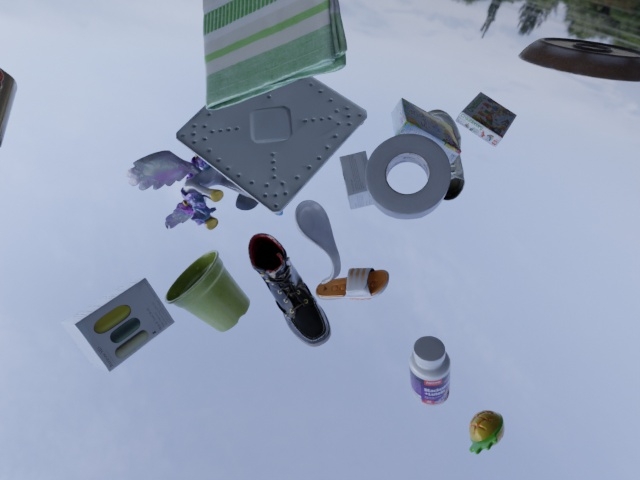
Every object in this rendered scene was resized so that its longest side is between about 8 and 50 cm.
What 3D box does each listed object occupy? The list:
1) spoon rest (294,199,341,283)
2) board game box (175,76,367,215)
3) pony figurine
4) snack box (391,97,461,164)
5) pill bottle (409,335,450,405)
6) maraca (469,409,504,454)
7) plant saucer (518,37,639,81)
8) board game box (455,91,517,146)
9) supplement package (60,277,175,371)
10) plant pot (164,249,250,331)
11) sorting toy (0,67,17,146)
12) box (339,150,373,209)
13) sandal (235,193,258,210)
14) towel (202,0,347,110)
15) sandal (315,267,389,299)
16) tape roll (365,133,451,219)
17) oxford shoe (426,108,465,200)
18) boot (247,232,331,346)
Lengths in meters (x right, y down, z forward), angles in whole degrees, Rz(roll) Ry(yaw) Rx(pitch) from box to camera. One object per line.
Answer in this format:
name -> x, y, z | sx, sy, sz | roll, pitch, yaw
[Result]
spoon rest -> 0.000, 0.000, 1.369 | 0.137, 0.084, 0.276 | -26, -83, -43
board game box -> -0.135, -0.312, 1.193 | 0.390, 0.050, 0.390 | 37, -104, 16
pony figurine -> -0.425, -0.190, 1.472 | 0.351, 0.303, 0.363 | -39, -131, -14
snack box -> 0.329, -0.344, 1.341 | 0.207, 0.070, 0.174 | 22, -141, -15
pill bottle -> 0.292, 0.346, 1.135 | 0.108, 0.193, 0.108 | -8, -141, 7
maraca -> 0.541, 0.627, 1.392 | 0.099, 0.127, 0.185 | 48, -149, 7
plant saucer -> 0.644, -0.442, 1.022 | 0.310, 0.050, 0.310 | 4, -146, -3
board game box -> 0.700, -0.514, 1.785 | 0.193, 0.053, 0.305 | 37, -135, 8
supplement package -> -0.703, 0.287, 1.487 | 0.198, 0.199, 0.262 | -10, -157, 47
plant pot -> -0.431, 0.222, 1.714 | 0.254, 0.276, 0.276 | 49, -147, -23
sorting toy -> -0.632, -0.265, 0.716 | 0.041, 0.229, 0.307 | -27, -127, 9
box -> 0.159, -0.251, 1.804 | 0.119, 0.182, 0.181 | -13, -106, 5
sandal -> -0.287, -0.237, 1.893 | 0.097, 0.254, 0.054 | 32, -161, -20
towel -> -0.081, -0.382, 0.640 | 0.248, 0.325, 0.038 | -7, 173, 29
sandal -> 0.090, 0.140, 1.381 | 0.265, 0.076, 0.102 | -13, -132, 24
tape roll -> 0.230, -0.167, 1.128 | 0.219, 0.072, 0.219 | -2, -100, 11
oxford shoe -> 0.527, -0.347, 1.808 | 0.169, 0.449, 0.130 | -13, -139, 14
boot -> -0.110, 0.162, 1.446 | 0.138, 0.284, 0.377 | -29, -129, -4
